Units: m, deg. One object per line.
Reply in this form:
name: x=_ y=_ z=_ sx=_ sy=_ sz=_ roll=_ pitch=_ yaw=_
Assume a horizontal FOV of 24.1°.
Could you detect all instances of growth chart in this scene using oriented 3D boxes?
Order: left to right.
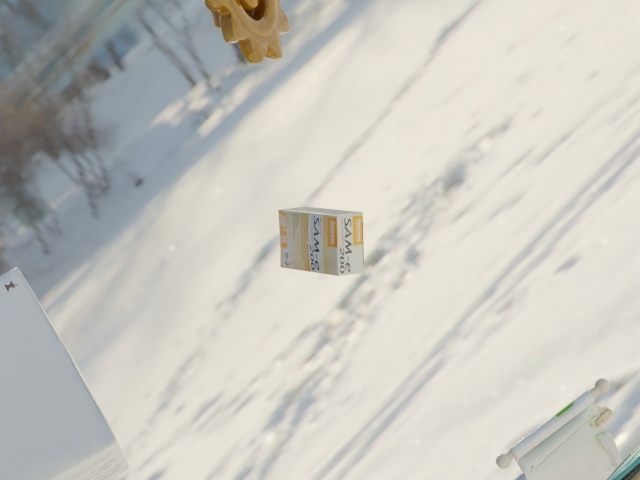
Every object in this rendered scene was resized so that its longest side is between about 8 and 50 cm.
growth chart: x=0.264 y=0.281 z=1.577 sx=0.172 sy=0.237 sz=0.021 roll=-29 pitch=27 yaw=-17

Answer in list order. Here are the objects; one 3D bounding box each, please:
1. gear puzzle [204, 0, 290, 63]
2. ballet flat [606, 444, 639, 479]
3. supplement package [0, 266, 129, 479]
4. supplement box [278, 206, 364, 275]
gear puzzle: x=-0.098 y=-0.259 z=0.868 sx=0.044 sy=0.339 sz=0.175 roll=-17 pitch=16 yaw=29
ballet flat: x=0.253 y=0.232 z=1.268 sx=0.080 sy=0.073 sz=0.232 roll=-40 pitch=-9 yaw=-34
supplement package: x=-0.299 y=0.163 z=1.448 sx=0.149 sy=0.194 sz=0.203 roll=-30 pitch=-11 yaw=-11
supplement box: x=0.000 y=0.000 z=1.512 sx=0.036 sy=0.062 sz=0.098 roll=-7 pitch=8 yaw=-38
